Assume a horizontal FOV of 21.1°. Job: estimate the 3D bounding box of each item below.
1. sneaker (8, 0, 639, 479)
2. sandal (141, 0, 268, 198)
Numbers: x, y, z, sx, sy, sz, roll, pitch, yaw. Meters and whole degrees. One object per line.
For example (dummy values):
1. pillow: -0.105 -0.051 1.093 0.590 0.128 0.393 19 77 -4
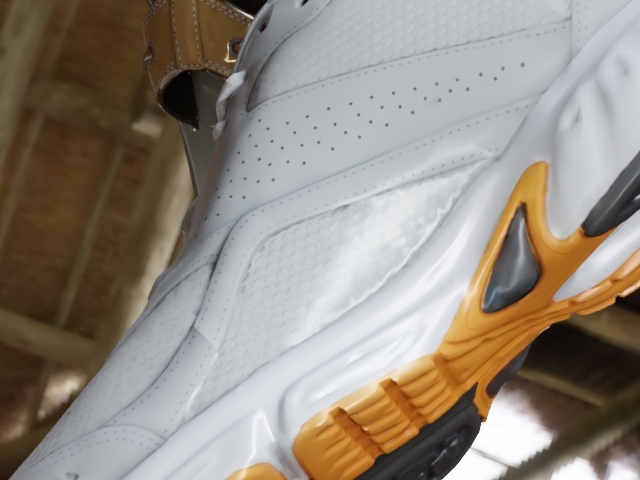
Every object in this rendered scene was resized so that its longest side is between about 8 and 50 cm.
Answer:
1. sneaker: 0.000 0.000 0.452 0.262 0.099 0.121 -40 -117 -9
2. sandal: -0.039 -0.066 0.672 0.060 0.090 0.219 -63 154 -46
